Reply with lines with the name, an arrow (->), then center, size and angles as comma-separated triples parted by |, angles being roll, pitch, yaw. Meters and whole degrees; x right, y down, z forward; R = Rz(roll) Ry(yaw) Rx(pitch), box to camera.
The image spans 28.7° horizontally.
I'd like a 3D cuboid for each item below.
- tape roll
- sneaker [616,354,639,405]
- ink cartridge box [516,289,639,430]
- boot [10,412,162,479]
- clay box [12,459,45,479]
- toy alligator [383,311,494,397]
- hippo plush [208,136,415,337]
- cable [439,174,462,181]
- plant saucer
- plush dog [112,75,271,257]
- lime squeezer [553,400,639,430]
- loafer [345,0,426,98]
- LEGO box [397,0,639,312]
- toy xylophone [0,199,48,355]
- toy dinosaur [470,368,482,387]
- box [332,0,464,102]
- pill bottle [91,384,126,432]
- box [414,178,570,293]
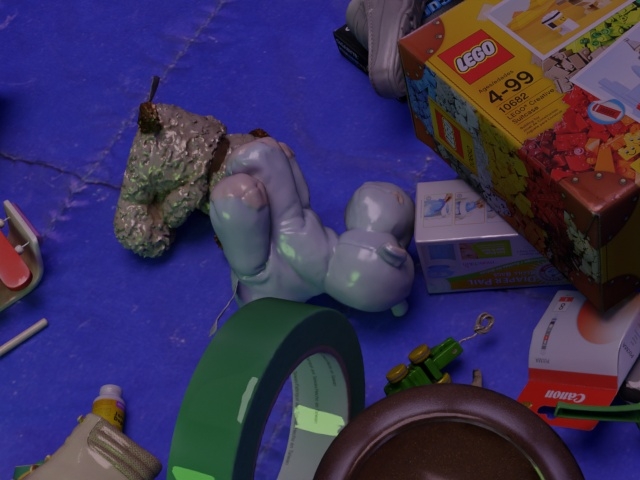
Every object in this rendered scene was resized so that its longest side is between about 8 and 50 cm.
tape roll -> -0.050, 0.225, 1.357 | 0.077, 0.321, 0.321 | 9, 54, 24
sneaker -> 0.456, 0.108, 1.440 | 0.271, 0.108, 0.100 | -23, 48, 3
ink cartridge box -> 0.299, 0.136, 1.471 | 0.145, 0.045, 0.179 | -1, 43, 54
boot -> -0.338, 0.287, 1.474 | 0.261, 0.095, 0.203 | 18, 57, 25
clay box -> -0.318, 0.349, 1.518 | 0.127, 0.053, 0.222 | -8, 49, 10
toy alligator -> 0.136, 0.153, 1.546 | 0.189, 0.056, 0.051 | -39, 10, -16
hippo plush -> 0.000, 0.000, 1.585 | 0.236, 0.234, 0.294 | 2, 56, 17
cable -> 0.298, -0.090, 1.687 | 0.287, 0.072, 0.140 | 1, 56, 18
plant saucer -> 0.135, 0.303, 1.320 | 0.310, 0.050, 0.311 | -1, 76, 6
plush dog -> -0.158, -0.105, 1.790 | 0.225, 0.211, 0.263 | 16, 54, -4
lime squeezer -> 0.410, 0.212, 1.368 | 0.310, 0.110, 0.059 | 20, 96, 7
loafer -> 0.094, -0.320, 1.864 | 0.111, 0.112, 0.319 | -10, 41, 17
LEGO box -> 0.410, -0.206, 1.520 | 0.500, 0.193, 0.372 | -32, 52, -12
toy xylophone -> -0.524, 0.088, 1.790 | 0.322, 0.081, 0.236 | -41, 51, -18
toy dinosaur -> 0.184, 0.245, 1.430 | 0.118, 0.064, 0.268 | -12, 42, 39
box -> 0.158, -0.326, 1.949 | 0.220, 0.051, 0.175 | -34, 49, -12
pill bottle -> -0.274, 0.228, 1.614 | 0.043, 0.043, 0.083 | -8, 49, 11
box -> 0.231, -0.010, 1.609 | 0.203, 0.114, 0.103 | -5, 50, 13
